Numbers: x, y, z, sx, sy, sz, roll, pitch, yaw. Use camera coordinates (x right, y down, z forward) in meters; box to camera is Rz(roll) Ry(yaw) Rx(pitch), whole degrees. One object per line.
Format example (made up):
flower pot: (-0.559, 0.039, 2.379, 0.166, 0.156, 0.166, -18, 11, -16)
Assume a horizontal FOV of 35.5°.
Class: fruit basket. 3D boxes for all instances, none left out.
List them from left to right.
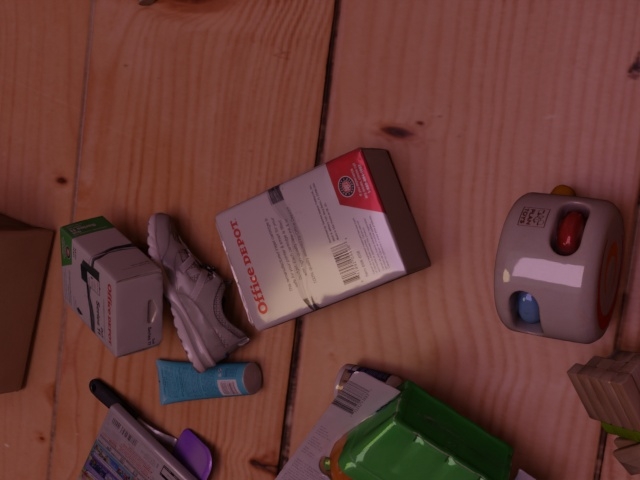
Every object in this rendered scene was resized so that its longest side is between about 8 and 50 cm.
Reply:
fruit basket: (0.109, 0.382, 1.472, 0.327, 0.165, 0.353, 32, 126, 1)

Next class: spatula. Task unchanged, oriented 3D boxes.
spatula: (-0.301, 0.326, 1.744, 0.296, 0.030, 0.084, 32, 105, 22)

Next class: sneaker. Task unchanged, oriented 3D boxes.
sneaker: (-0.207, 0.076, 1.666, 0.115, 0.105, 0.281, -22, 77, -8)

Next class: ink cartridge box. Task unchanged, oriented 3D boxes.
ink cartridge box: (-0.349, 0.075, 1.661, 0.208, 0.086, 0.153, 35, 130, 43)
ink cartridge box: (0.000, 0.000, 1.530, 0.272, 0.114, 0.197, -22, 84, 25)

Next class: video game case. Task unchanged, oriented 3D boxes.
video game case: (-0.320, 0.420, 1.745, 0.212, 0.023, 0.193, 39, 120, 19)

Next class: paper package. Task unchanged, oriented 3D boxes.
paper package: (-0.652, 0.116, 1.750, 0.168, 0.309, 0.325, 18, 100, 24)

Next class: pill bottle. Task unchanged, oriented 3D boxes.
pill bottle: (0.086, 0.233, 1.527, 0.120, 0.067, 0.067, 11, 98, 25)

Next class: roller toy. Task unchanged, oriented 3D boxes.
roller toy: (0.314, 0.032, 1.334, 0.146, 0.191, 0.209, 8, 97, 26)

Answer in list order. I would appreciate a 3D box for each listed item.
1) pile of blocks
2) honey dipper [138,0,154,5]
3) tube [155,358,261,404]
pile of blocks: (0.490, 0.279, 1.326, 0.112, 0.149, 0.362, -37, 84, -21)
honey dipper: (-0.314, -0.481, 1.707, 0.030, 0.030, 0.161, -18, 81, 26)
tube: (-0.197, 0.236, 1.681, 0.207, 0.052, 0.080, -7, 85, 32)
